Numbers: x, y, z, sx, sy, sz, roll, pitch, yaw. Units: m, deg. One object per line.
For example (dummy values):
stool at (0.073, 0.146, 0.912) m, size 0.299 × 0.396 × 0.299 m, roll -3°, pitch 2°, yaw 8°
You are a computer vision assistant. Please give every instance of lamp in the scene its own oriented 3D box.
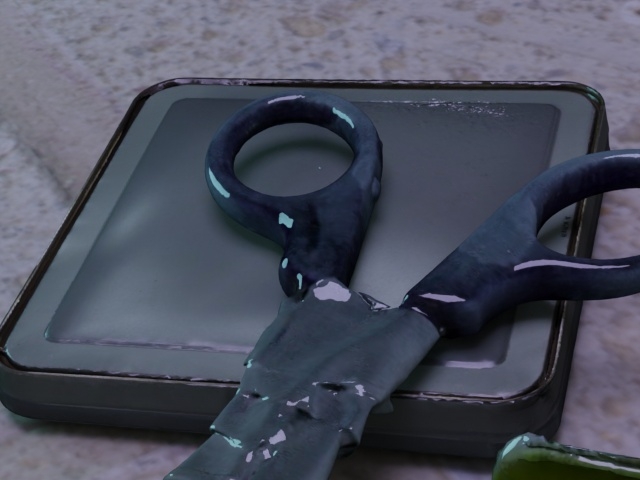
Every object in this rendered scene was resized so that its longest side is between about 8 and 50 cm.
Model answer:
lamp at (0.000, 0.000, 0.878) m, size 0.266 × 0.047 × 0.269 m, roll 4°, pitch 36°, yaw 14°

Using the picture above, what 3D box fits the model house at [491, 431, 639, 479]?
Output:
model house at (0.150, 0.235, 0.358) m, size 0.357 × 0.242 × 0.313 m, roll 10°, pitch 41°, yaw 20°

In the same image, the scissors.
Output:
scissors at (0.005, 0.058, 0.736) m, size 0.256 × 0.029 × 0.383 m, roll 11°, pitch 41°, yaw 22°
